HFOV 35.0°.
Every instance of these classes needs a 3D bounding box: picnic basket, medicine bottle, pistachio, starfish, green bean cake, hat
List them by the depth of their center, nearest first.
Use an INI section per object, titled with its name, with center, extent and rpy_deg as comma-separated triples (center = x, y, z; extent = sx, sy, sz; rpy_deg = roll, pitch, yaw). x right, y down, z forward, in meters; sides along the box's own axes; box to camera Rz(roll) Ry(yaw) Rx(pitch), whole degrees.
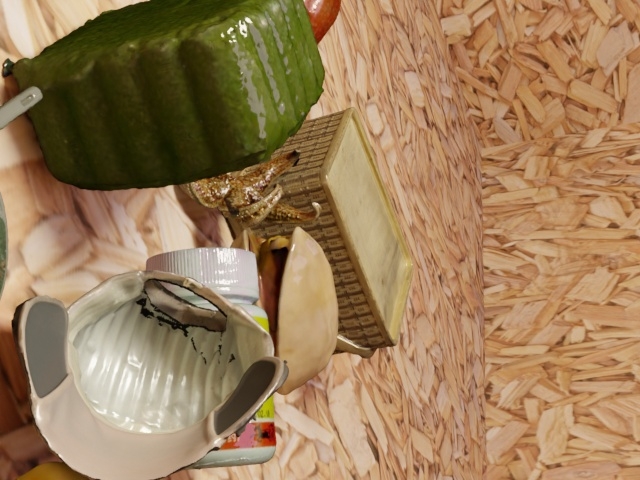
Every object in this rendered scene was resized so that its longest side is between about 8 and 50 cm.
[hat]
center = -0.151, 0.134, 0.886
extent = 0.275, 0.231, 0.161
rpy_deg = -90, -168, -74
[green bean cake]
center = -0.137, -0.154, 0.998
extent = 0.250, 0.246, 0.156
rpy_deg = -66, 144, -58
[medicine bottle]
center = -0.122, 0.129, 1.087
extent = 0.139, 0.139, 0.226
rpy_deg = 27, 57, -68
[starfish]
center = -0.083, -0.073, 1.274
extent = 0.074, 0.189, 0.146
rpy_deg = -66, 174, 32
[pistachio]
center = -0.054, 0.084, 1.276
extent = 0.157, 0.157, 0.230
rpy_deg = -70, 159, -56
[picnic basket]
center = 0.000, 0.000, 1.475
extent = 0.228, 0.175, 0.313
rpy_deg = -69, 142, -55

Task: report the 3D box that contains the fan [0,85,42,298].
[fan]
center = -0.302, -0.066, 0.731
extent = 0.223, 0.012, 0.294
rpy_deg = 43, 36, -43

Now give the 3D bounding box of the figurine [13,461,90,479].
[figurine]
center = -0.210, 0.254, 0.819
extent = 0.246, 0.131, 0.156
rpy_deg = 46, 64, -75

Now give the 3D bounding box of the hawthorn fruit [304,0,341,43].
[hawthorn fruit]
center = -0.101, -0.328, 1.295
extent = 0.243, 0.207, 0.208
rpy_deg = 35, 48, -47
